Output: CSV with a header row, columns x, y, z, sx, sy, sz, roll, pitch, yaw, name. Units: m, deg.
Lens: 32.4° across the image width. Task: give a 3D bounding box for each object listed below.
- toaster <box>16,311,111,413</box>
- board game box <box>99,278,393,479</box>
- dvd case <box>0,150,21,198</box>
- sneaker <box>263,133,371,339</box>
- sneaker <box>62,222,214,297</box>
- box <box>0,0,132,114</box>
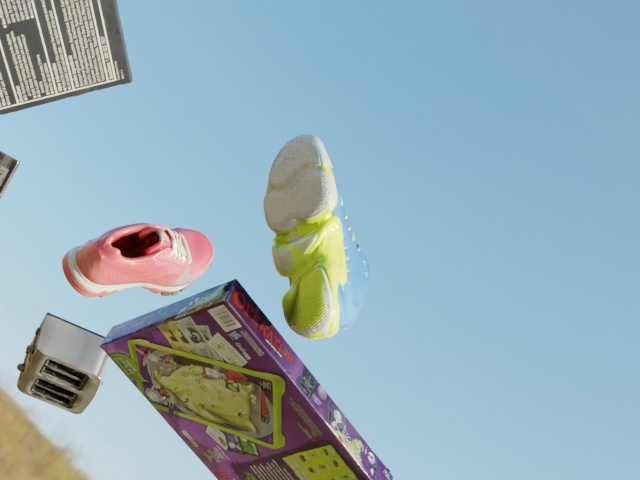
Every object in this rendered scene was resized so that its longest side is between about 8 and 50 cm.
x,y,z,sx,sy,sz,roll,pitch,yaw,name
-0.521,0.257,2.273,0.186,0.110,0.168,25,-45,-13,toaster
-0.087,0.213,1.356,0.208,0.056,0.346,-23,-64,28,board game box
-0.554,-0.091,1.539,0.221,0.164,0.018,29,2,1,dvd case
0.000,0.000,1.304,0.091,0.240,0.126,-6,-11,28,sneaker
-0.284,0.026,1.906,0.136,0.314,0.115,-35,-106,39,sneaker
-0.451,-0.350,1.562,0.296,0.294,0.182,87,-21,-45,box
